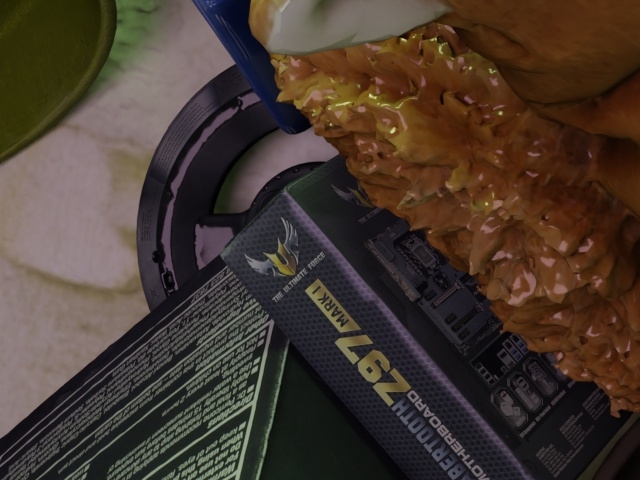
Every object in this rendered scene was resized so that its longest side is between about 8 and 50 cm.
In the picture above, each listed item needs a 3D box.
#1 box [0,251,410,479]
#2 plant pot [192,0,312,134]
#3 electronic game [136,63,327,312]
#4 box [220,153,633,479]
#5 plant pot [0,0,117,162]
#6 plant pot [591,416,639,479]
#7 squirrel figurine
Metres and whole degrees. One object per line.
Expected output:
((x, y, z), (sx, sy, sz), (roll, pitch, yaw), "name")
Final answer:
((-0.052, 0.178, 0.907), (0.183, 0.294, 0.296), (40, 122, -18), "box")
((-0.009, -0.226, 0.922), (0.212, 0.236, 0.236), (-34, 76, 0), "plant pot")
((0.000, 0.000, 1.041), (0.229, 0.048, 0.229), (1, 93, 19), "electronic game")
((0.081, 0.022, 0.882), (0.183, 0.233, 0.059), (49, 125, 4), "box")
((-0.345, -0.234, 1.064), (0.366, 0.366, 0.353), (-30, 68, 25), "plant pot")
((0.231, 0.207, 0.809), (0.323, 0.280, 0.323), (2, 94, 26), "plant pot")
((0.121, -0.071, 0.667), (0.397, 0.370, 0.281), (-31, 48, 52), "squirrel figurine")
